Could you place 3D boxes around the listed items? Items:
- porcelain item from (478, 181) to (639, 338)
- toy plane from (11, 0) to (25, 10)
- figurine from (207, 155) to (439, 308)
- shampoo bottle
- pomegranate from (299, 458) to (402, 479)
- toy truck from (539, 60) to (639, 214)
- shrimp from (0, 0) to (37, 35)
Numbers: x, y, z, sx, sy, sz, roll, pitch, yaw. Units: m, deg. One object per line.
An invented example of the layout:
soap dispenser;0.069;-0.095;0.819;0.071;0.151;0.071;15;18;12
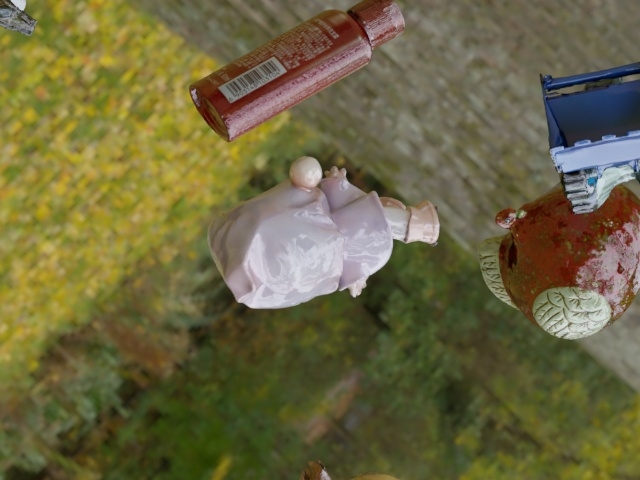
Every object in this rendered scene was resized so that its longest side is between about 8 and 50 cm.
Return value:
porcelain item;0.340;0.010;2.174;0.253;0.253;0.253;-45;173;-7
toy plane;-0.451;-0.405;1.988;0.117;0.244;0.245;-34;178;21
figurine;-0.001;0.000;1.740;0.276;0.133;0.200;-13;129;-28
shampoo bottle;-0.029;-0.249;2.144;0.314;0.118;0.076;-31;131;-15
pomegranate;0.059;0.372;1.778;0.207;0.207;0.207;-45;173;-7
toy truck;0.278;-0.105;1.459;0.113;0.126;0.208;-10;168;12
shrimp;-0.372;-0.214;1.413;0.051;0.217;0.150;-72;-175;-50
